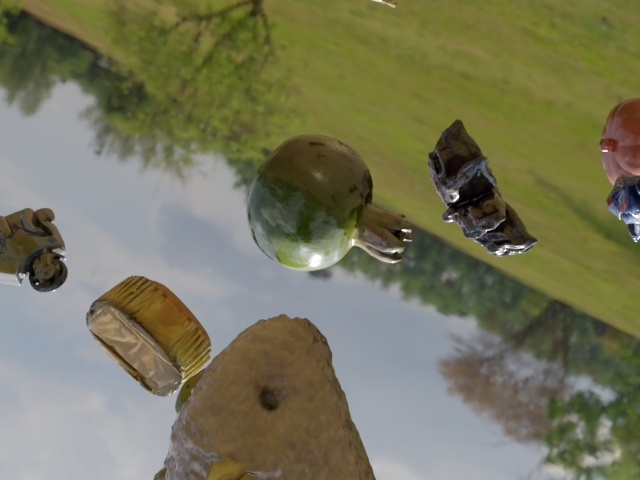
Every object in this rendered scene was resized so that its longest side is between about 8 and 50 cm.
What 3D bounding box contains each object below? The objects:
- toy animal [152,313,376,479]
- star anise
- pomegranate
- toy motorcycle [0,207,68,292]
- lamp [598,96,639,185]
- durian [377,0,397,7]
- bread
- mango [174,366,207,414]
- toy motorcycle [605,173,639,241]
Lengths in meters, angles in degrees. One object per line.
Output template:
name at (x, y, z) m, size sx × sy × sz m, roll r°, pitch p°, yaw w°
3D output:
toy animal at (-0.052, 0.269, 1.339) m, size 0.226 × 0.358 × 0.188 m, roll -30°, pitch -164°, yaw -31°
star anise at (0.230, -0.064, 1.932) m, size 0.223 × 0.109 × 0.236 m, roll 61°, pitch -178°, yaw 6°
pomegranate at (0.001, -0.034, 1.599) m, size 0.210 × 0.179 × 0.179 m, roll 43°, pitch -165°, yaw 35°
toy motorcycle at (-0.505, 0.003, 2.102) m, size 0.225 × 0.152 × 0.073 m, roll 14°, pitch 150°, yaw 15°
lamp at (0.590, -0.173, 2.315) m, size 0.163 × 0.188 × 0.187 m, roll 1°, pitch -171°, yaw -7°
durian at (0.055, -0.353, 1.681) m, size 0.130 × 0.052 × 0.066 m, roll 29°, pitch 173°, yaw -41°
bread at (-0.265, 0.145, 1.975) m, size 0.190 × 0.132 × 0.114 m, roll 49°, pitch -136°, yaw -3°
mango at (-0.097, 0.223, 1.730) m, size 0.191 × 0.122 × 0.085 m, roll 25°, pitch 156°, yaw -10°
toy motorcycle at (0.470, -0.049, 1.795) m, size 0.114 × 0.076 × 0.205 m, roll -10°, pitch 157°, yaw 22°
